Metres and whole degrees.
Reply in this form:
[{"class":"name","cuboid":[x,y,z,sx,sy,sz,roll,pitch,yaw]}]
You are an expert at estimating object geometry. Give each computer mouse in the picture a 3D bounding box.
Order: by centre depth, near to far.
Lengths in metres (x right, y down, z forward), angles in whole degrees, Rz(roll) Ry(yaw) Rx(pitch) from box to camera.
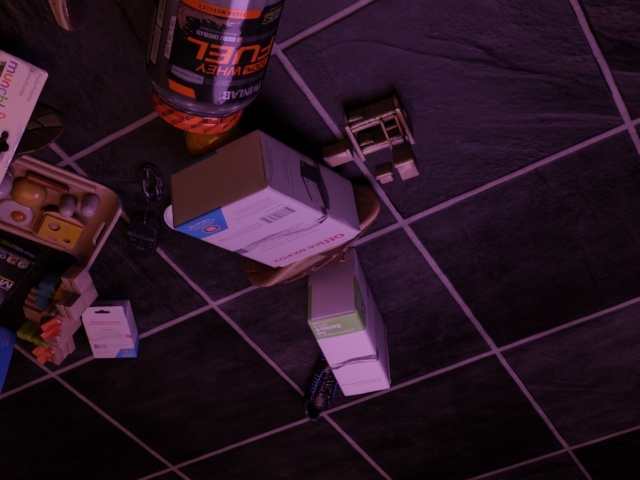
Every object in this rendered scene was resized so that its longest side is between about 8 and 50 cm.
[{"class":"computer mouse","cuboid":[-0.364,-0.061,1.904,0.071,0.041,0.242,19,127,4]}]

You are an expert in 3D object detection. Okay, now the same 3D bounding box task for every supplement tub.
[{"class":"supplement tub","cuboid":[-0.177,-0.358,1.505,0.207,0.207,0.338,11,133,-10]}]

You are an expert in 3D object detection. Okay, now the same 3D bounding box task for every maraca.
[{"class":"maraca","cuboid":[-0.197,-0.178,1.751,0.127,0.099,0.185,14,155,12]}]

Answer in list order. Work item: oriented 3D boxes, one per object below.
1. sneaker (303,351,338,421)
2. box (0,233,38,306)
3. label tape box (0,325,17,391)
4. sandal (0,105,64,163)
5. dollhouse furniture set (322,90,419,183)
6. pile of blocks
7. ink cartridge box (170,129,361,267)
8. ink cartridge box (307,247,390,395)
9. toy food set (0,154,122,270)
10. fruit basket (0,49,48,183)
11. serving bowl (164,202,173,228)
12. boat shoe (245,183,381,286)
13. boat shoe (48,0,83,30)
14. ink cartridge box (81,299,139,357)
[{"class":"sneaker","cuboid":[0.015,0.359,2.257,0.081,0.090,0.232,12,132,-11]},{"class":"box","cuboid":[-0.750,0.049,1.993,0.191,0.045,0.184,31,123,-25]},{"class":"label tape box","cuboid":[-0.834,0.202,2.005,0.334,0.240,0.106,26,126,-24]},{"class":"sandal","cuboid":[-0.595,-0.183,1.742,0.219,0.060,0.090,-38,98,-1]},{"class":"dollhouse furniture set","cuboid":[0.079,-0.177,1.707,0.182,0.161,0.101,-19,130,15]},{"class":"pile of blocks","cuboid":[-0.611,0.174,2.016,0.149,0.112,0.362,35,138,-2]},{"class":"ink cartridge box","cuboid":[-0.102,-0.070,1.742,0.223,0.129,0.307,-22,153,29]},{"class":"ink cartridge box","cuboid":[0.065,0.185,2.021,0.115,0.198,0.272,-13,131,12]},{"class":"toy food set","cuboid":[-0.590,-0.053,1.865,0.306,0.092,0.219,23,129,-20]},{"class":"fruit basket","cuboid":[-0.713,-0.229,1.603,0.353,0.165,0.327,26,109,-16]},{"class":"serving bowl","cuboid":[-0.287,-0.057,1.908,0.083,0.027,0.083,0,134,0]},{"class":"boat shoe","cuboid":[0.000,0.000,1.921,0.342,0.123,0.123,-36,150,22]},{"class":"boat shoe","cuboid":[-0.450,-0.447,1.525,0.072,0.068,0.190,7,124,10]},{"class":"ink cartridge box","cuboid":[-0.493,0.195,2.120,0.104,0.061,0.181,-1,134,1]}]
